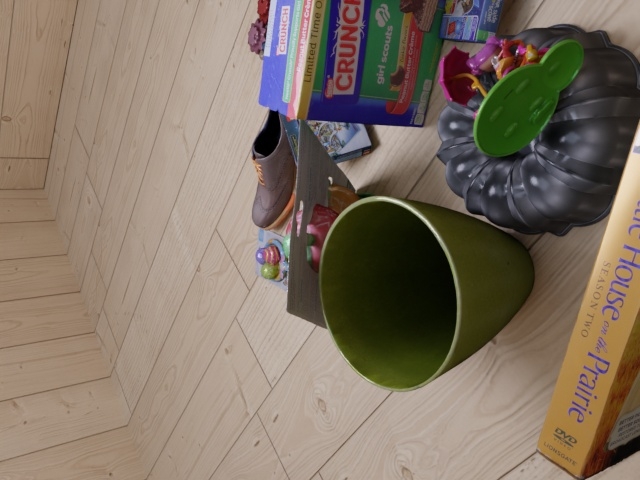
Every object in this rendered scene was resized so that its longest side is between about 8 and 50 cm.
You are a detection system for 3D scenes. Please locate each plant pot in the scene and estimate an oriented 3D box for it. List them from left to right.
[{"bbox_3d":[0.195,0.062,0.895,0.275,0.293,0.274,9,102,50],"label":"plant pot"}]

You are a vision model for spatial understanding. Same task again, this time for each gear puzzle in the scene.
[{"bbox_3d":[-0.096,-0.588,1.369,0.175,0.044,0.339,50,130,34],"label":"gear puzzle"}]

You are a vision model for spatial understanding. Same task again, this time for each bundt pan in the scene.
[{"bbox_3d":[0.307,-0.164,0.869,0.331,0.124,0.331,9,102,51],"label":"bundt pan"}]

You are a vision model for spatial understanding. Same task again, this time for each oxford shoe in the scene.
[{"bbox_3d":[-0.120,-0.181,1.377,0.130,0.133,0.363,45,127,38],"label":"oxford shoe"}]

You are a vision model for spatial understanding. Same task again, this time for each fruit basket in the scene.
[{"bbox_3d":[0.000,0.000,1.057,0.165,0.353,0.327,-3,74,23],"label":"fruit basket"}]

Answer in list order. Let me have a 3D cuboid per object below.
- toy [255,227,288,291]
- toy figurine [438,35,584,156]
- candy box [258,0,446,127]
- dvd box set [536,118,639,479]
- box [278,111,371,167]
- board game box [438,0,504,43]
[{"bbox_3d":[-0.119,0.057,1.466,0.237,0.056,0.137,21,109,48],"label":"toy"},{"bbox_3d":[0.235,-0.226,0.780,0.173,0.130,0.159,-49,45,16],"label":"toy figurine"},{"bbox_3d":[0.066,-0.343,0.985,0.122,0.317,0.268,30,117,45],"label":"candy box"},{"bbox_3d":[0.402,0.035,0.630,0.062,0.308,0.420,30,116,49],"label":"dvd box set"},{"bbox_3d":[-0.005,-0.270,1.214,0.044,0.159,0.233,79,173,-74],"label":"box"},{"bbox_3d":[0.256,-0.426,0.928,0.136,0.035,0.201,-125,42,-64],"label":"board game box"}]
